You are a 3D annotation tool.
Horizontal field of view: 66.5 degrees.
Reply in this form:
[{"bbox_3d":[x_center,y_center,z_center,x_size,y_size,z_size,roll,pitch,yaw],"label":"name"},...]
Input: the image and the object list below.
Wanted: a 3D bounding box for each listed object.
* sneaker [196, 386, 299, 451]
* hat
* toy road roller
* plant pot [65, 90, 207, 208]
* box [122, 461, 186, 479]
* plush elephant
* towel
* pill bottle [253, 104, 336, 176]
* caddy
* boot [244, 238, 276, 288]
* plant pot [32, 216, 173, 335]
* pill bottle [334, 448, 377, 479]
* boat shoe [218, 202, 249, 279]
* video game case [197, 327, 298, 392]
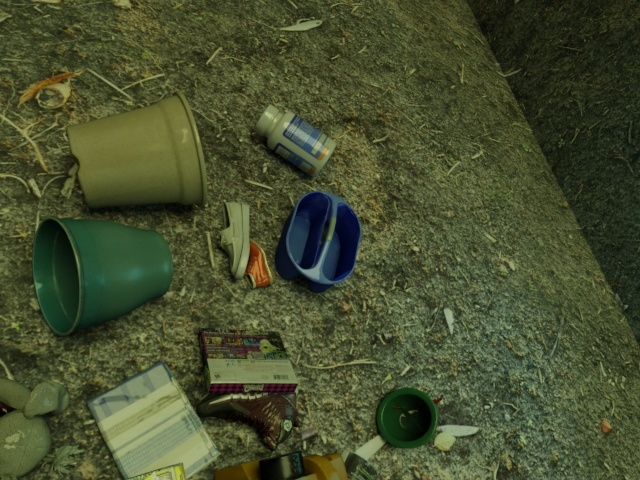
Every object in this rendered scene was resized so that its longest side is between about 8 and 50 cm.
[{"bbox_3d":[-0.170,0.465,1.253,0.282,0.106,0.162,-1,67,-30],"label":"sneaker"},{"bbox_3d":[0.290,0.560,1.507,0.209,0.183,0.172,-15,57,9],"label":"hat"},{"bbox_3d":[-0.075,0.596,1.115,0.241,0.330,0.202,9,58,-45],"label":"toy road roller"},{"bbox_3d":[-0.510,-0.224,1.347,0.306,0.334,0.333,-14,71,-22],"label":"plant pot"},{"bbox_3d":[-0.357,0.623,1.050,0.159,0.044,0.232,-7,67,-24],"label":"box"},{"bbox_3d":[-0.627,0.391,0.939,0.330,0.255,0.271,18,56,-20],"label":"plush elephant"},{"bbox_3d":[-0.399,0.458,1.173,0.209,0.034,0.285,-27,77,-35],"label":"towel"},{"bbox_3d":[-0.093,-0.360,1.733,0.272,0.152,0.152,34,52,-9],"label":"pill bottle"},{"bbox_3d":[0.000,0.000,1.564,0.241,0.179,0.341,24,54,-15],"label":"caddy"},{"bbox_3d":[-0.204,0.071,1.487,0.085,0.059,0.157,-18,74,-30],"label":"boot"},{"bbox_3d":[-0.520,0.072,1.197,0.255,0.272,0.271,-7,66,-49],"label":"plant pot"},{"bbox_3d":[0.038,0.670,1.233,0.130,0.130,0.245,41,51,-3],"label":"pill bottle"},{"bbox_3d":[-0.265,-0.006,1.474,0.088,0.096,0.267,9,58,-20],"label":"boat shoe"},{"bbox_3d":[-0.196,0.316,1.295,0.232,0.041,0.210,8,27,-26],"label":"video game case"}]
